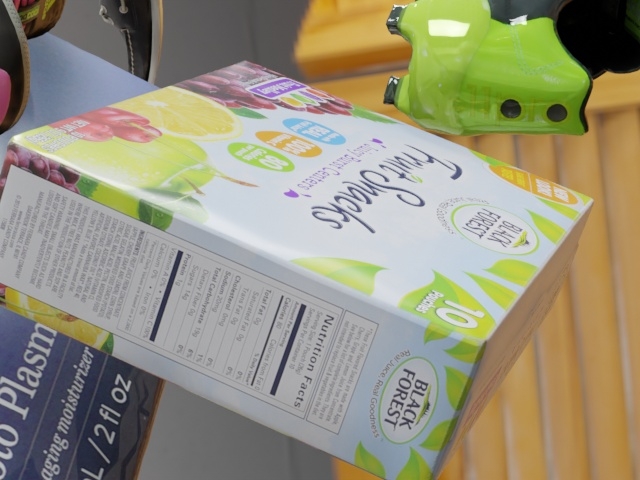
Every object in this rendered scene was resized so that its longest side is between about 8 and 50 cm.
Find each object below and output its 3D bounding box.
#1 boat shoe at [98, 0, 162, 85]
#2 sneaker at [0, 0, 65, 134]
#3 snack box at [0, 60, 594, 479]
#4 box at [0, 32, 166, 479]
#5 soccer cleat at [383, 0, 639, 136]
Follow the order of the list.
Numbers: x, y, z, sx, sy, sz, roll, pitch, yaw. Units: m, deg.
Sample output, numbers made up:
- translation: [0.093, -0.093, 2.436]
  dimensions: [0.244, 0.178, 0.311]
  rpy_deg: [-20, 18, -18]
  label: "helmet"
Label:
- translation: [-0.104, -0.139, 0.957]
  dimensions: [0.046, 0.038, 0.125]
  rpy_deg: [-102, 13, -51]
  label: "boat shoe"
- translation: [-0.116, -0.084, 0.599]
  dimensions: [0.074, 0.170, 0.063]
  rpy_deg: [6, -65, -29]
  label: "sneaker"
- translation: [0.000, 0.000, 0.393]
  dimensions: [0.037, 0.100, 0.141]
  rpy_deg: [-69, -11, 18]
  label: "snack box"
- translation: [-0.223, 0.029, 0.762]
  dimensions: [0.294, 0.183, 0.296]
  rpy_deg: [26, -138, -13]
  label: "box"
- translation: [0.078, -0.087, 0.575]
  dimensions: [0.179, 0.072, 0.060]
  rpy_deg: [-60, -23, -46]
  label: "soccer cleat"
